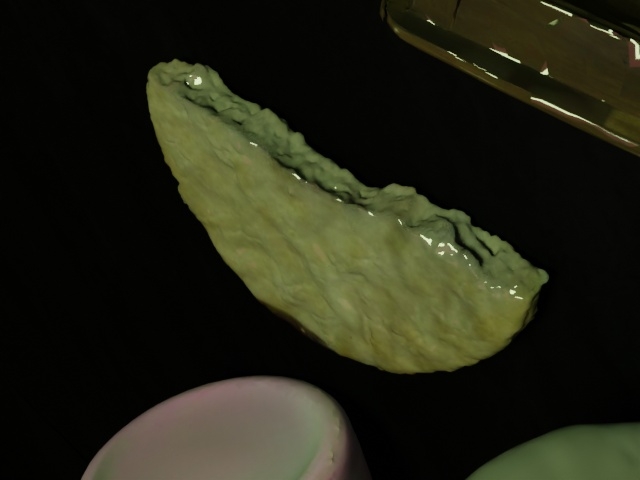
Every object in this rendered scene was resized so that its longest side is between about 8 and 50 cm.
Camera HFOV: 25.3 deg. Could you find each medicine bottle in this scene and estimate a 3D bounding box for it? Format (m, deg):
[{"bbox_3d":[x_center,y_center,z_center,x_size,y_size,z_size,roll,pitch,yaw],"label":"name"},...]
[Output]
[{"bbox_3d":[-0.025,0.248,0.906,0.178,0.178,0.291,7,127,41],"label":"medicine bottle"}]

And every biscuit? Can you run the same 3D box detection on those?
[{"bbox_3d":[0.003,0.004,0.780,0.250,0.032,0.133,31,140,21],"label":"biscuit"}]

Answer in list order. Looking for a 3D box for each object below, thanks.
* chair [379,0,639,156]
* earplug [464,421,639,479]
[{"bbox_3d":[0.131,-0.066,0.492,0.186,0.160,0.319,29,139,15],"label":"chair"},{"bbox_3d":[0.140,0.322,0.703,0.312,0.312,0.394,34,143,18],"label":"earplug"}]
